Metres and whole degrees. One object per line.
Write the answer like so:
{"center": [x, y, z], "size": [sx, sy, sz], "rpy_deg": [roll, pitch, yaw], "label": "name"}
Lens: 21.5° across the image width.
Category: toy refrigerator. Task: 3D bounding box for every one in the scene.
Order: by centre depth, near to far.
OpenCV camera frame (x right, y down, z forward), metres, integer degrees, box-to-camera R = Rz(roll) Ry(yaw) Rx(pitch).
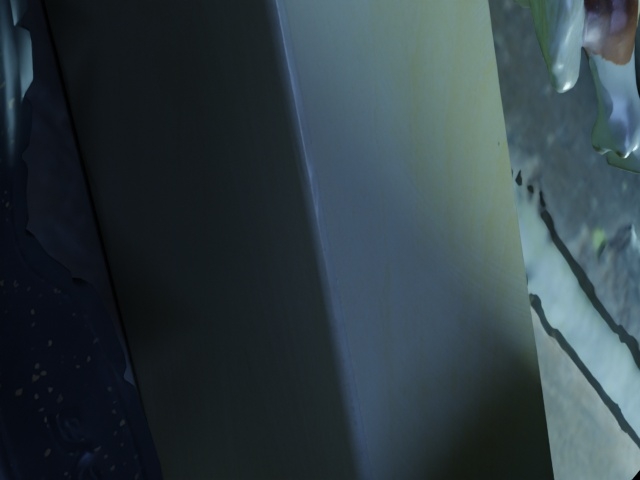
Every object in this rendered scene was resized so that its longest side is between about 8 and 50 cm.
{"center": [0.000, 0.000, 0.523], "size": [0.094, 0.102, 0.270], "rpy_deg": [-30, 119, -39], "label": "toy refrigerator"}

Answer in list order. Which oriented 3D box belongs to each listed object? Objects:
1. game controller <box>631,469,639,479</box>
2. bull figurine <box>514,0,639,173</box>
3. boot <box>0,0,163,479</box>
{"center": [0.076, 0.162, 0.570], "size": [0.166, 0.067, 0.319], "rpy_deg": [-53, 164, -27], "label": "game controller"}
{"center": [0.142, -0.124, 0.642], "size": [0.310, 0.101, 0.188], "rpy_deg": [-3, 103, -46], "label": "bull figurine"}
{"center": [-0.168, 0.003, 0.344], "size": [0.222, 0.118, 0.338], "rpy_deg": [-34, 120, -31], "label": "boot"}
